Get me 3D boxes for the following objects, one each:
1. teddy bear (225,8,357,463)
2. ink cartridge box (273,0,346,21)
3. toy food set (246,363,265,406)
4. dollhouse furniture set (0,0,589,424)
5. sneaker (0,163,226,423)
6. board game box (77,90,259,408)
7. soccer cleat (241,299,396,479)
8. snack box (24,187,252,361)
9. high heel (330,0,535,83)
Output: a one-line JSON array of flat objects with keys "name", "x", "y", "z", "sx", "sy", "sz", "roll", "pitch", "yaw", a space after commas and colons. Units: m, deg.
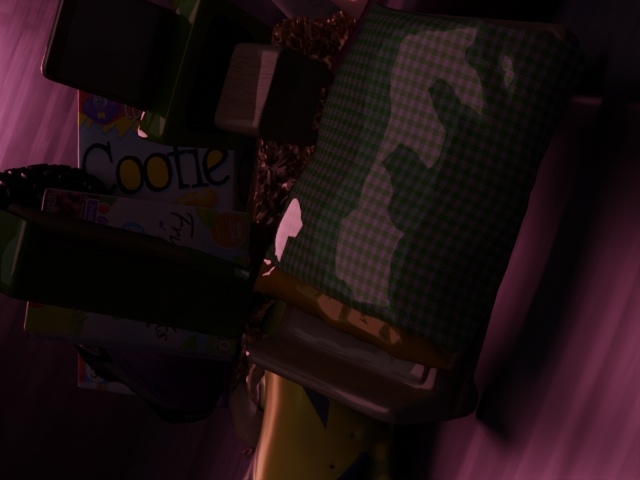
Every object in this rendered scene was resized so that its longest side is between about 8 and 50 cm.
[{"name": "teddy bear", "x": 0.000, "y": 0.000, "z": 1.079, "sx": 0.245, "sy": 0.113, "sz": 0.338, "roll": 107, "pitch": 169, "yaw": -49}, {"name": "ink cartridge box", "x": 0.027, "y": -0.320, "z": 1.338, "sx": 0.130, "sy": 0.272, "sz": 0.309, "roll": -29, "pitch": 30, "yaw": 28}, {"name": "toy food set", "x": -0.002, "y": 0.082, "z": 0.926, "sx": 0.083, "sy": 0.083, "sz": 0.020, "roll": -58, "pitch": -31, "yaw": 4}, {"name": "dollhouse furniture set", "x": -0.043, "y": -0.041, "z": 0.748, "sx": 0.301, "sy": 0.151, "sz": 0.198, "roll": 16, "pitch": 90, "yaw": 53}, {"name": "sneaker", "x": -0.179, "y": 0.044, "z": 1.139, "sx": 0.283, "sy": 0.107, "sz": 0.124, "roll": 35, "pitch": 134, "yaw": 39}, {"name": "board game box", "x": -0.114, "y": -0.017, "z": 1.255, "sx": 0.142, "sy": 0.144, "sz": 0.275, "roll": -32, "pitch": -55, "yaw": -69}, {"name": "soccer cleat", "x": 0.010, "y": 0.113, "z": 0.807, "sx": 0.121, "sy": 0.093, "sz": 0.289, "roll": -12, "pitch": 48, "yaw": 45}, {"name": "snack box", "x": -0.122, "y": 0.024, "z": 1.002, "sx": 0.037, "sy": 0.141, "sz": 0.100, "roll": 120, "pitch": 157, "yaw": -77}, {"name": "high heel", "x": 0.085, "y": -0.201, "z": 0.965, "sx": 0.181, "sy": 0.127, "sz": 0.377, "roll": -54, "pitch": 16, "yaw": 19}]
